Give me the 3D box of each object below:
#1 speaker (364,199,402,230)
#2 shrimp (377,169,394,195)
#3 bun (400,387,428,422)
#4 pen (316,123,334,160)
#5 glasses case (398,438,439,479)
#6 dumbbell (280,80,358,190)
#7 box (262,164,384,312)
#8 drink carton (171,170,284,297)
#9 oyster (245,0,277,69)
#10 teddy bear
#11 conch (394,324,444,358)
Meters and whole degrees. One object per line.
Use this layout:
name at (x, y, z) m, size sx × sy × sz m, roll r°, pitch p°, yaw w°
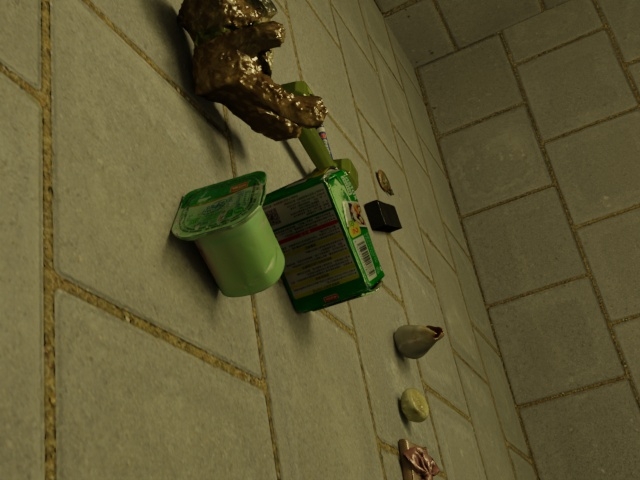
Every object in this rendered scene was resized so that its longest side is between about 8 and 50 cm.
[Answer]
speaker at (0.189, -0.071, 2.411) m, size 0.082 × 0.044 × 0.218 m, roll 71°, pitch 17°, yaw 7°
shrimp at (0.211, -0.183, 2.650) m, size 0.108 × 0.023 × 0.059 m, roll 61°, pitch 28°, yaw -25°
bun at (0.222, 0.402, 1.946) m, size 0.086 × 0.055 × 0.086 m, roll 43°, pitch 26°, yaw -27°
pen at (0.010, -0.258, 2.119) m, size 0.025 × 0.025 × 0.204 m, roll 30°, pitch 42°, yaw -64°
glasses case at (0.222, 0.522, 1.776) m, size 0.102 × 0.070 × 0.194 m, roll 51°, pitch 24°, yaw -42°
dumbbell at (-0.017, -0.220, 1.852) m, size 0.302 × 0.108 × 0.121 m, roll 58°, pitch 20°, yaw -32°
box at (0.000, 0.000, 1.533) m, size 0.250 × 0.180 × 0.103 m, roll 69°, pitch 21°, yaw -4°
drink carton at (-0.128, 0.001, 1.227) m, size 0.144 × 0.146 × 0.142 m, roll -83°, pitch 156°, yaw -56°
oyster at (-0.179, -0.521, 1.706) m, size 0.341 × 0.110 × 0.166 m, roll 58°, pitch 10°, yaw 9°
teddy bear at (-0.127, -0.334, 1.485) m, size 0.296 × 0.246 × 0.223 m, roll 20°, pitch 77°, yaw -23°
conch at (0.258, 0.246, 2.091) m, size 0.104 × 0.176 × 0.094 m, roll 17°, pitch 54°, yaw -17°
